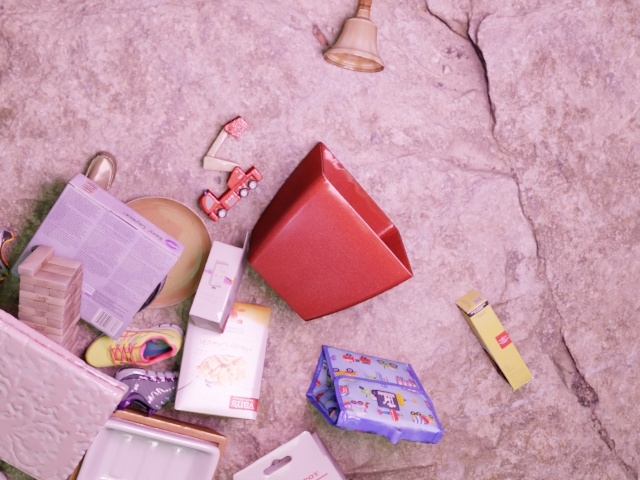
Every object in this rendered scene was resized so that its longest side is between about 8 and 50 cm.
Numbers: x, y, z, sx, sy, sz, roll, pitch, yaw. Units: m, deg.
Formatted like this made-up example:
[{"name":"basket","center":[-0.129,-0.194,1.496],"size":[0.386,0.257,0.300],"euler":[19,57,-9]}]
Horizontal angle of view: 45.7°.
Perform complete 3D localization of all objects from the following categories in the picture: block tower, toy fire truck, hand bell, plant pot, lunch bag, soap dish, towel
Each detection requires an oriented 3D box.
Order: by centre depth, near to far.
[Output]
[{"name":"towel","center":[-0.577,0.311,1.479],"size":[0.316,0.053,0.332],"euler":[33,118,-10]},{"name":"block tower","center":[-0.531,0.181,1.487],"size":[0.097,0.091,0.336],"euler":[12,118,1]},{"name":"hand bell","center":[0.091,-0.472,1.520],"size":[0.126,0.126,0.242],"euler":[12,89,-13]},{"name":"plant pot","center":[0.000,0.000,1.533],"size":[0.235,0.267,0.267],"euler":[-38,107,13]},{"name":"toy fire truck","center":[-0.193,-0.147,1.557],"size":[0.192,0.047,0.135],"euler":[-43,106,2]},{"name":"plant pot","center":[-0.342,0.022,1.575],"size":[0.236,0.032,0.237],"euler":[-2,104,-10]},{"name":"lunch bag","center":[0.114,0.352,1.602],"size":[0.220,0.293,0.138],"euler":[15,100,-14]},{"name":"soap dish","center":[-0.373,0.480,1.629],"size":[0.290,0.118,0.229],"euler":[19,98,-14]}]

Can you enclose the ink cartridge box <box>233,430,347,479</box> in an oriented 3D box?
[{"name":"ink cartridge box","center":[-0.035,0.585,1.717],"size":[0.207,0.119,0.354],"euler":[-30,107,-2]}]

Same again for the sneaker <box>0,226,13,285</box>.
[{"name":"sneaker","center":[-0.659,0.069,1.503],"size":[0.083,0.084,0.215],"euler":[3,107,-27]}]

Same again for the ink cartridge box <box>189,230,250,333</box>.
[{"name":"ink cartridge box","center":[-0.201,0.079,1.547],"size":[0.067,0.115,0.198],"euler":[16,71,2]}]

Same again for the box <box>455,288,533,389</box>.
[{"name":"box","center":[0.397,0.227,1.736],"size":[0.058,0.087,0.232],"euler":[-33,106,-2]}]

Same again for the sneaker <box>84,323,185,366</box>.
[{"name":"sneaker","center":[-0.388,0.225,1.580],"size":[0.208,0.094,0.082],"euler":[-13,106,-6]}]

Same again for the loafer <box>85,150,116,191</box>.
[{"name":"loafer","center":[-0.448,-0.106,1.515],"size":[0.056,0.050,0.148],"euler":[19,100,-16]}]

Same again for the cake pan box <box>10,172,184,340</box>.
[{"name":"cake pan box","center":[-0.435,0.039,1.498],"size":[0.266,0.070,0.246],"euler":[35,113,-10]}]

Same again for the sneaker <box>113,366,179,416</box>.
[{"name":"sneaker","center":[-0.324,0.327,1.600],"size":[0.223,0.083,0.098],"euler":[6,65,-16]}]

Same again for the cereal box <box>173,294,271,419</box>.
[{"name":"cereal box","center":[-0.204,0.246,1.594],"size":[0.172,0.047,0.240],"euler":[10,73,-14]}]

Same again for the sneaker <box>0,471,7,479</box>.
[{"name":"sneaker","center":[-0.689,0.581,1.575],"size":[0.114,0.152,0.305],"euler":[-35,105,1]}]
